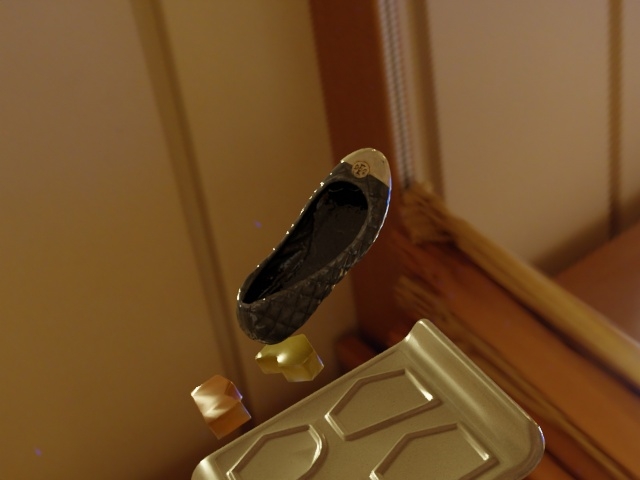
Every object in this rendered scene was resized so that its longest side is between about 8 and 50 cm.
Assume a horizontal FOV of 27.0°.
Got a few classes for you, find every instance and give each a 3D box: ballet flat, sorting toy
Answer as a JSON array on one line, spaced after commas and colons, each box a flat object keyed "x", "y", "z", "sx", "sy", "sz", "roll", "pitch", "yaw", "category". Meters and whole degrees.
[{"x": 0.000, "y": 0.000, "z": 0.940, "sx": 0.173, "sy": 0.057, "sz": 0.049, "roll": -56, "pitch": -24, "yaw": -23, "category": "ballet flat"}, {"x": 0.011, "y": 0.151, "z": 0.999, "sx": 0.229, "sy": 0.307, "sz": 0.041, "roll": -34, "pitch": -63, "yaw": -6, "category": "sorting toy"}]
